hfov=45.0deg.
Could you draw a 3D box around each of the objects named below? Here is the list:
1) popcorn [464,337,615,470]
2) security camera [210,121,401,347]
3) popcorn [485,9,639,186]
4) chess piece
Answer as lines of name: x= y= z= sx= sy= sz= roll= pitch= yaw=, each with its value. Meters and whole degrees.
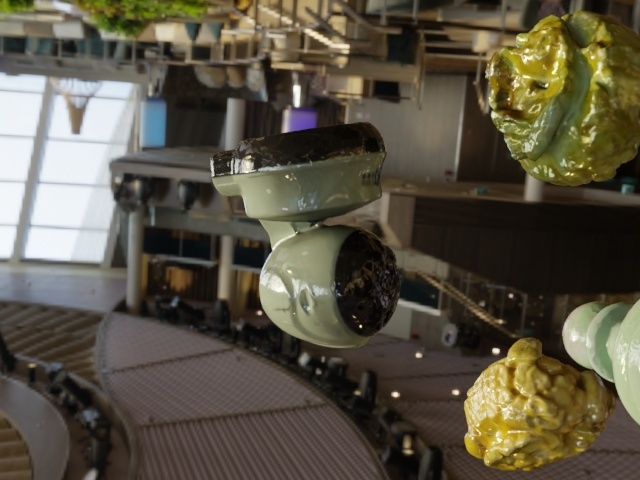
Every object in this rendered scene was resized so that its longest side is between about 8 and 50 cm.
popcorn: x=0.269 y=0.219 z=0.986 sx=0.194 sy=0.163 sz=0.140 roll=-21 pitch=-142 yaw=35
security camera: x=0.000 y=0.000 z=0.965 sx=0.191 sy=0.277 sz=0.197 roll=-3 pitch=-172 yaw=31
popcorn: x=0.324 y=-0.182 z=0.983 sx=0.184 sy=0.221 sz=0.204 roll=13 pitch=153 yaw=-32
chess piece: x=0.297 y=0.100 z=0.726 sx=0.139 sy=0.139 sz=0.272 roll=3 pitch=179 yaw=-5
